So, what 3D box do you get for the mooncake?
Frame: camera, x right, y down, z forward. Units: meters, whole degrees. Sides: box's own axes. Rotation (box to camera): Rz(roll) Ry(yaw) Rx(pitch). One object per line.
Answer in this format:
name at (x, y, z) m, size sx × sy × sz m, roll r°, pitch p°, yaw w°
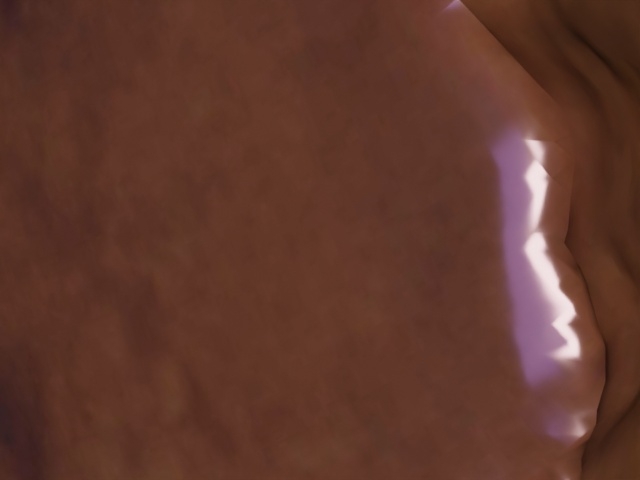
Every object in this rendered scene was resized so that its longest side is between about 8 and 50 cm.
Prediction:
mooncake at (-0.002, 0.001, 0.469) m, size 0.324 × 0.187 × 0.323 m, roll 10°, pitch 107°, yaw 37°
